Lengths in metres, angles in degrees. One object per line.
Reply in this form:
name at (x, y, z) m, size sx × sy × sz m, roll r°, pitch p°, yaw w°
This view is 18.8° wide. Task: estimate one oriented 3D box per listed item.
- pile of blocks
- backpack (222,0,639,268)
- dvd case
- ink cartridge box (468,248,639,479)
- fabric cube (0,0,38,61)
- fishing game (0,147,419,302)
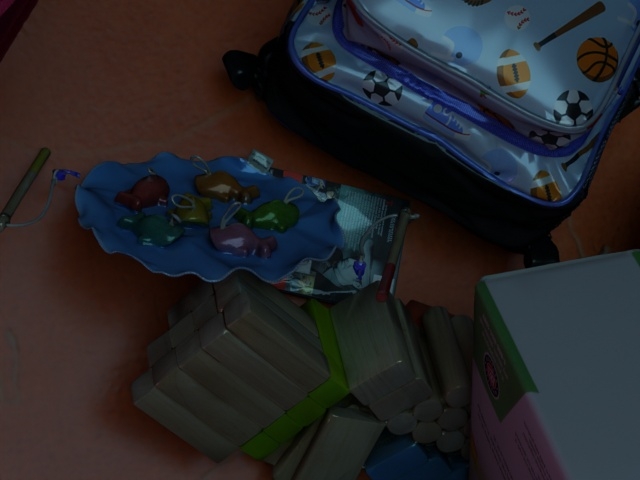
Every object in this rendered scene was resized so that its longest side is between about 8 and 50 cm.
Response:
pile of blocks at (0.043, 0.098, 1.329) m, size 0.362 × 0.149 × 0.112 m, roll 15°, pitch 34°, yaw -22°
backpack at (0.117, -0.163, 1.334) m, size 0.276 × 0.213 × 0.263 m, roll 31°, pitch 64°, yaw -5°
dvd case at (0.000, 0.000, 1.367) m, size 0.119 × 0.013 × 0.087 m, roll 12°, pitch 78°, yaw -12°
ink cartridge box at (0.176, 0.179, 1.214) m, size 0.117 × 0.278 × 0.201 m, roll -11°, pitch 41°, yaw -10°
fabric cube at (-0.340, -0.144, 1.151) m, size 0.258 × 0.254 × 0.259 m, roll 40°, pitch 61°, yaw -6°
fishing game at (-0.070, -0.026, 1.270) m, size 0.264 × 0.189 × 0.041 m, roll 11°, pitch 115°, yaw 6°
